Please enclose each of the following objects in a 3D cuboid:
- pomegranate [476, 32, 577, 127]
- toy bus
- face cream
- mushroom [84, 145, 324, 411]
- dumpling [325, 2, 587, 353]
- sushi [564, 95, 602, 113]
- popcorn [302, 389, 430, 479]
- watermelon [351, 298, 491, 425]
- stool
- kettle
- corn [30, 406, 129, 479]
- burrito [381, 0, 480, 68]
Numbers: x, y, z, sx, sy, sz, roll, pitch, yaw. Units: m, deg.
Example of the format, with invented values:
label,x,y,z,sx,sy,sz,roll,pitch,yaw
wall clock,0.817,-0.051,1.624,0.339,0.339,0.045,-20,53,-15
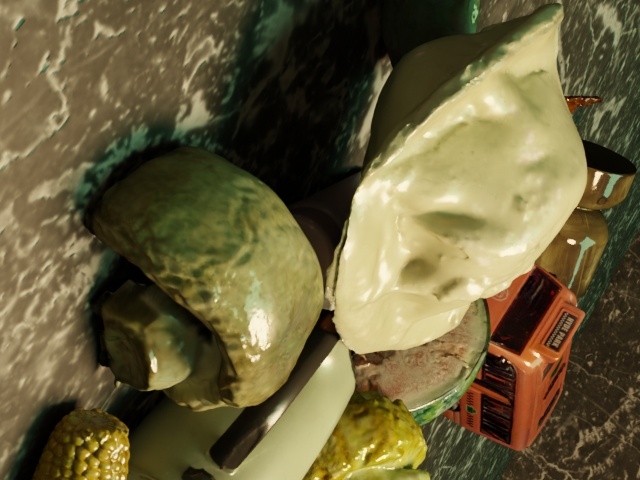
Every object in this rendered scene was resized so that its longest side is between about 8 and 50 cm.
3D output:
label,x,y,z,sx,sy,sz,roll,pitch,yaw
pomegranate,0.218,-0.170,1.315,0.152,0.191,0.131,-29,156,-52
toy bus,0.325,0.201,1.901,0.203,0.233,0.427,-54,157,-23
face cream,0.000,0.000,1.168,0.274,0.096,0.154,-29,139,-76
mushroom,-0.079,0.046,0.926,0.189,0.164,0.267,-43,150,-39
dumpling,0.105,-0.036,1.027,0.316,0.233,0.395,-28,146,-37
sushi,0.305,-0.101,1.642,0.179,0.167,0.296,19,88,-48
popcorn,0.033,0.298,1.414,0.221,0.183,0.204,-33,139,4
watermelon,0.150,0.160,1.610,0.224,0.180,0.305,-20,-154,51
stool,0.460,-0.043,2.001,0.179,0.179,0.264,-25,137,-57
kettle,-0.069,0.182,1.062,0.255,0.165,0.240,-47,178,-36
corn,-0.232,0.274,0.937,0.091,0.091,0.260,8,105,-44
burrito,0.115,-0.250,1.105,0.089,0.143,0.228,-6,135,-11
